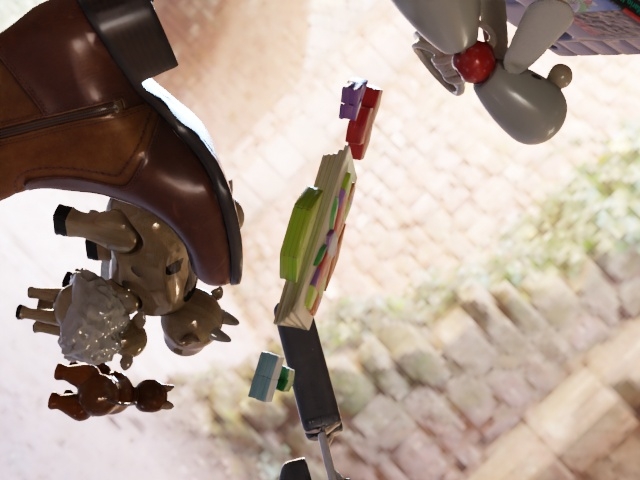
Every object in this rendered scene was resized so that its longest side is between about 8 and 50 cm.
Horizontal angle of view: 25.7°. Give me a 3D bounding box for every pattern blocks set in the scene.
[{"bbox_3d":[0.000,0.000,1.370,0.026,0.325,0.285,17,6,8],"label":"pattern blocks set"}]

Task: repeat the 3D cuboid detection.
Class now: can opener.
[{"bbox_3d":[-0.024,0.208,1.623,0.076,0.095,0.283,81,-6,-68],"label":"can opener"}]

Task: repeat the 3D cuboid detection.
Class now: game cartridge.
[{"bbox_3d":[0.235,-0.295,1.563,0.355,0.068,0.230,24,-4,-34],"label":"game cartridge"}]

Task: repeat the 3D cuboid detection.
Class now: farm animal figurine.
[{"bbox_3d":[-0.162,0.028,1.457,0.172,0.330,0.327,11,-28,8],"label":"farm animal figurine"}]

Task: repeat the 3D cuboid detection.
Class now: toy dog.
[{"bbox_3d":[0.156,-0.262,1.404,0.333,0.161,0.220,44,2,-46],"label":"toy dog"}]

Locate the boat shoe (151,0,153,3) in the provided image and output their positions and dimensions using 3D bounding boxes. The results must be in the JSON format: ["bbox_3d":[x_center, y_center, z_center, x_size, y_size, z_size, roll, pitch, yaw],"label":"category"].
[{"bbox_3d":[-0.268,-0.444,2.231,0.091,0.302,0.114,30,0,-14],"label":"boat shoe"}]

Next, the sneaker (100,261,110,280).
[{"bbox_3d":[-0.231,0.004,1.812,0.084,0.152,0.058,15,-17,-23],"label":"sneaker"}]

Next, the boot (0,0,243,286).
[{"bbox_3d":[-0.216,-0.035,1.051,0.096,0.280,0.264,-117,-176,-60],"label":"boot"}]
